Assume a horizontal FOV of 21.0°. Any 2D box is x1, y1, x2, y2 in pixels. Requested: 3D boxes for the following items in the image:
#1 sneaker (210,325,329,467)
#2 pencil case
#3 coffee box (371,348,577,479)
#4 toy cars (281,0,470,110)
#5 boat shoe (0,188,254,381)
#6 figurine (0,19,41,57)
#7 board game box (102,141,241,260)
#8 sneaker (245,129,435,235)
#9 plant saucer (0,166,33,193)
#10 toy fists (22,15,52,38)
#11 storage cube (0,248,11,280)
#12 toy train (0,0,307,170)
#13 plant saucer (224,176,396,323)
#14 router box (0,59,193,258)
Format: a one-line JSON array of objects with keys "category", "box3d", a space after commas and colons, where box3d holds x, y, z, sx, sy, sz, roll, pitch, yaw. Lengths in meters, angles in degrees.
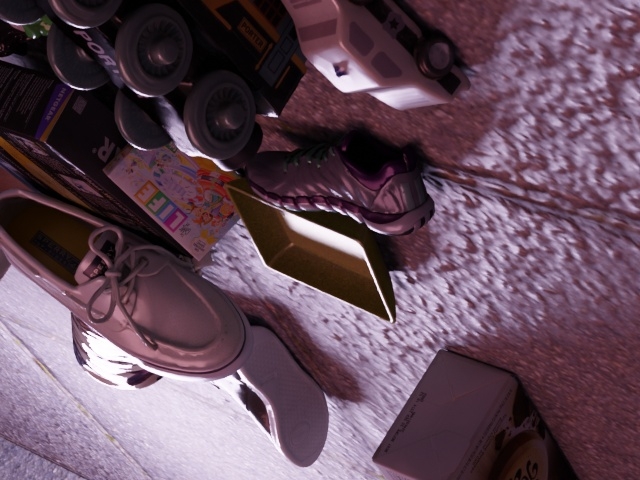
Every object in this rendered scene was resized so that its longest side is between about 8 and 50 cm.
[{"category": "sneaker", "box3d": [-0.093, 0.210, 2.504, 0.147, 0.104, 0.296, 18, 149, 41]}, {"category": "pencil case", "box3d": [-0.251, 0.094, 2.361, 0.183, 0.160, 0.410, -5, 166, -10]}, {"category": "coffee box", "box3d": [0.200, 0.291, 2.129, 0.118, 0.168, 0.297, 18, 156, 37]}, {"category": "toy cars", "box3d": [0.011, -0.213, 1.374, 0.176, 0.087, 0.394, 25, 159, 24]}, {"category": "boat shoe", "box3d": [-0.247, 0.037, 2.061, 0.367, 0.136, 0.156, 33, 168, 19]}, {"category": "figurine", "box3d": [-0.374, -0.273, 1.857, 0.209, 0.092, 0.215, 32, 162, -22]}, {"category": "board game box", "box3d": [-0.155, -0.064, 1.950, 0.154, 0.103, 0.026, 44, 180, -28]}, {"category": "sneaker", "box3d": [0.015, -0.080, 1.728, 0.223, 0.083, 0.098, 15, 132, 33]}, {"category": "plant saucer", "box3d": [-0.389, -0.066, 2.352, 0.168, 0.029, 0.168, 12, 143, 9]}, {"category": "toy fists", "box3d": [-0.270, -0.267, 1.676, 0.142, 0.096, 0.279, 10, 151, 50]}, {"category": "storage cube", "box3d": [-0.530, -0.046, 2.459, 0.193, 0.184, 0.215, 7, 147, 48]}, {"category": "toy train", "box3d": [-0.139, -0.206, 1.458, 0.142, 0.190, 0.334, 8, 151, 47]}, {"category": "plant saucer", "box3d": [0.000, 0.000, 1.945, 0.188, 0.045, 0.188, 24, 158, 27]}, {"category": "router box", "box3d": [-0.298, -0.104, 2.047, 0.243, 0.081, 0.309, 19, 165, 36]}]
